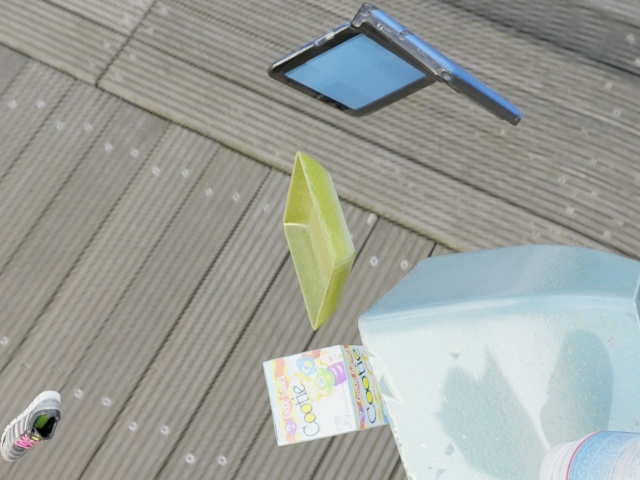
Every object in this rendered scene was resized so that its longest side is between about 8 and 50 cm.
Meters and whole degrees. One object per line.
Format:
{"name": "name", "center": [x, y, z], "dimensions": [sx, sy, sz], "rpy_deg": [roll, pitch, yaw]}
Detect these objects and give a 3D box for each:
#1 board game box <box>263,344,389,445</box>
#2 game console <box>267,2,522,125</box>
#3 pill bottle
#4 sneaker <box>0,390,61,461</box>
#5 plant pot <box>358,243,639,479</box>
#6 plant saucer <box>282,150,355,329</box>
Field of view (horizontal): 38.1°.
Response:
{"name": "board game box", "center": [0.031, 0.266, 1.619], "dimensions": [0.142, 0.275, 0.144], "rpy_deg": [-15, 78, 19]}
{"name": "game console", "center": [0.115, -0.214, 1.364], "dimensions": [0.250, 0.293, 0.173], "rpy_deg": [44, 107, 28]}
{"name": "pill bottle", "center": [0.245, 0.194, 0.728], "dimensions": [0.087, 0.160, 0.087], "rpy_deg": [3, 81, -21]}
{"name": "sneaker", "center": [-0.569, 0.378, 1.824], "dimensions": [0.170, 0.063, 0.075], "rpy_deg": [-49, 38, 6]}
{"name": "plant pot", "center": [0.225, 0.132, 0.951], "dimensions": [0.252, 0.248, 0.247], "rpy_deg": [-16, 97, 26]}
{"name": "plant saucer", "center": [0.000, 0.000, 1.276], "dimensions": [0.045, 0.188, 0.188], "rpy_deg": [-9, 60, -15]}
